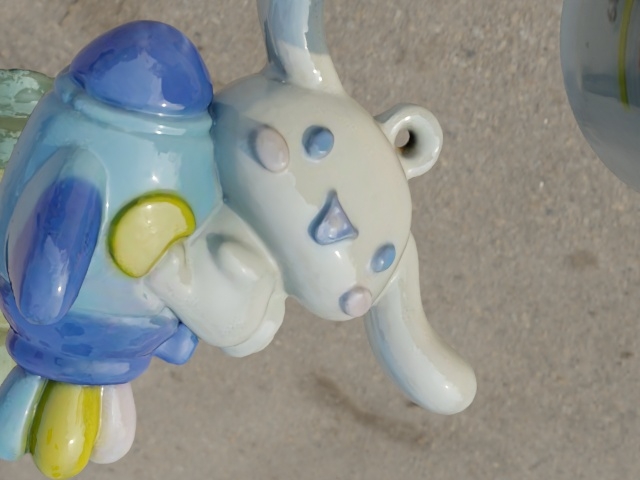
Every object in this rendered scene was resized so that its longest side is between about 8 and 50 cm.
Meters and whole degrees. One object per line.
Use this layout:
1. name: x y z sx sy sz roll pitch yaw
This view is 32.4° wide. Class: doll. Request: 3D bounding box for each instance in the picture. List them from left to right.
1. doll: -0.082 -0.010 0.735 0.187 0.365 0.376 157 94 -81

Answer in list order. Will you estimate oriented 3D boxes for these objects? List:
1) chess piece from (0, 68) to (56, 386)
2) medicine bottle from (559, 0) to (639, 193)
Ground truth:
1. chess piece: -0.292 0.012 1.035 0.182 0.331 0.182 1 178 0
2. medicine bottle: 0.267 -0.098 0.548 0.237 0.232 0.238 -3 107 -9
